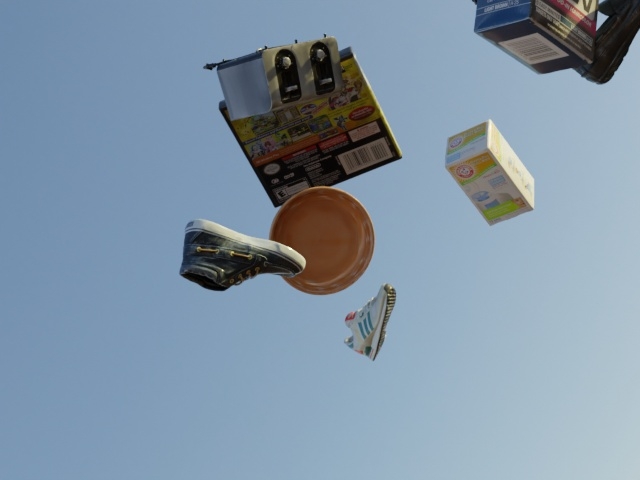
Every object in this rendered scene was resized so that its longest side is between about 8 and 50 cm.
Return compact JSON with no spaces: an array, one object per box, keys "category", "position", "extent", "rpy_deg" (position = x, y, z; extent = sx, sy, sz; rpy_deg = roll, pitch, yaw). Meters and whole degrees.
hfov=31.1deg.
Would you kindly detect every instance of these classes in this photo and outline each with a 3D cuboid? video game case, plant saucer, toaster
[{"category":"video game case","position":[-0.016,-0.210,2.184],"extent":[0.275,0.035,0.248],"rpy_deg":[-21,-57,12]},{"category":"plant saucer","position":[0.000,0.000,2.109],"extent":[0.200,0.200,0.037],"rpy_deg":[-43,13,-8]},{"category":"toaster","position":[-0.077,-0.283,2.005],"extent":[0.168,0.186,0.110],"rpy_deg":[-18,-82,-37]}]

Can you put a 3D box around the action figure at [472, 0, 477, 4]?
[{"category":"action figure","position":[0.332,-0.540,2.136],"extent":[0.275,0.141,0.164],"rpy_deg":[-78,-21,-51]}]

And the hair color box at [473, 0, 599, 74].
[{"category":"hair color box","position":[0.339,-0.446,1.728],"extent":[0.174,0.105,0.347],"rpy_deg":[22,-110,-42]}]

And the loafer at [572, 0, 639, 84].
[{"category":"loafer","position":[0.463,-0.349,1.772],"extent":[0.223,0.078,0.076],"rpy_deg":[-61,-2,14]}]

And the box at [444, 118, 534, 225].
[{"category":"box","position":[0.371,-0.148,2.517],"extent":[0.114,0.103,0.203],"rpy_deg":[-22,-54,29]}]

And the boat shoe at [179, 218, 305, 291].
[{"category":"boat shoe","position":[-0.111,0.038,1.612],"extent":[0.183,0.083,0.065],"rpy_deg":[18,-24,-21]}]

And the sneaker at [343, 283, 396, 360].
[{"category":"sneaker","position":[0.080,0.136,1.992],"extent":[0.057,0.075,0.161],"rpy_deg":[-55,-18,-50]}]
